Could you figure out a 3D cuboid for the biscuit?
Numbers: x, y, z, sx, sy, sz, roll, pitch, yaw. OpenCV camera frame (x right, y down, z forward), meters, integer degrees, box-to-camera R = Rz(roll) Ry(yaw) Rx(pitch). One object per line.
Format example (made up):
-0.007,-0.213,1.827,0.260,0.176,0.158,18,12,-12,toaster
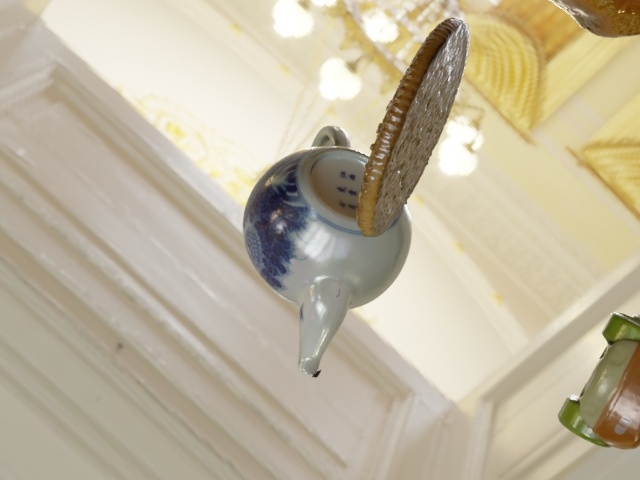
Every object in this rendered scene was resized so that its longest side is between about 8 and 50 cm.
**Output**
0.117,-0.145,1.415,0.038,0.305,0.305,24,-159,13,biscuit

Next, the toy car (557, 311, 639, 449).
0.415,0.196,1.272,0.235,0.145,0.235,26,-172,-4,toy car

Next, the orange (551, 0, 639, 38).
0.350,-0.359,1.286,0.249,0.249,0.183,25,-131,-37,orange

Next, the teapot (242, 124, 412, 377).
0.000,0.000,1.650,0.252,0.280,0.424,12,-130,-15,teapot
